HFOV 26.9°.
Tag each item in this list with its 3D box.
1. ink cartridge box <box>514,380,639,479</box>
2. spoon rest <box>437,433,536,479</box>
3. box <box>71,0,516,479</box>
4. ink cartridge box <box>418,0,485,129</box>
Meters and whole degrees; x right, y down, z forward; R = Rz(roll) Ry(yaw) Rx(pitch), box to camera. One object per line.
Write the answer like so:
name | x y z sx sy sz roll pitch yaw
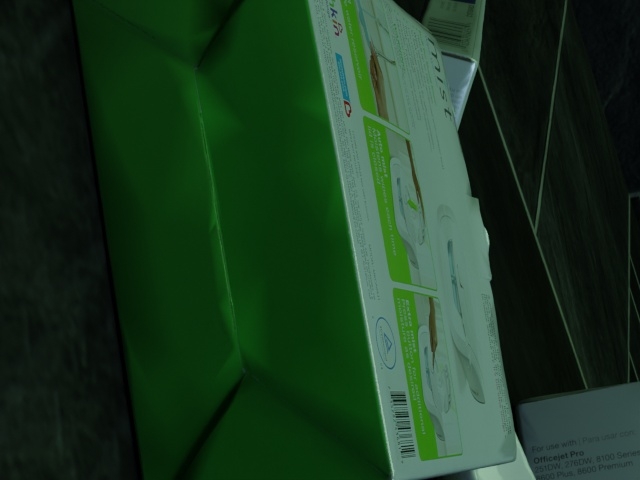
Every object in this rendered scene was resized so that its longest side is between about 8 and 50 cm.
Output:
ink cartridge box | 0.320 0.356 1.270 0.285 0.166 0.394 41 40 -59
spoon rest | 0.157 0.241 1.028 0.137 0.084 0.276 -52 127 -66
box | 0.000 0.000 0.695 0.231 0.127 0.262 15 63 -68
ink cartridge box | 0.067 -0.062 0.952 0.223 0.045 0.224 -71 175 -65
